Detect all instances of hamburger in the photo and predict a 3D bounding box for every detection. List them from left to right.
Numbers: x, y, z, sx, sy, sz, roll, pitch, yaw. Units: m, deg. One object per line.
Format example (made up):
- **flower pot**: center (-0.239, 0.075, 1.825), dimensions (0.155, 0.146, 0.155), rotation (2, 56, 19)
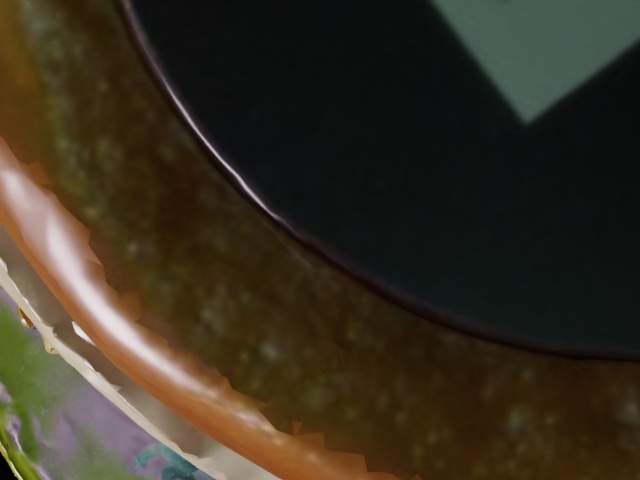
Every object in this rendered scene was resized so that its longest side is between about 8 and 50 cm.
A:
- **hamburger**: center (0.048, -0.078, 0.504), dimensions (0.330, 0.330, 0.250), rotation (-56, 3, -13)

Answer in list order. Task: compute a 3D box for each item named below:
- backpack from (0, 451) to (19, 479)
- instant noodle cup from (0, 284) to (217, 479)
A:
- **backpack**: center (-0.203, 0.169, 0.948), dimensions (0.363, 0.255, 0.445), rotation (49, -145, -58)
- **instant noodle cup**: center (-0.019, 0.031, 0.846), dimensions (0.264, 0.264, 0.200), rotation (-55, -3, -5)
